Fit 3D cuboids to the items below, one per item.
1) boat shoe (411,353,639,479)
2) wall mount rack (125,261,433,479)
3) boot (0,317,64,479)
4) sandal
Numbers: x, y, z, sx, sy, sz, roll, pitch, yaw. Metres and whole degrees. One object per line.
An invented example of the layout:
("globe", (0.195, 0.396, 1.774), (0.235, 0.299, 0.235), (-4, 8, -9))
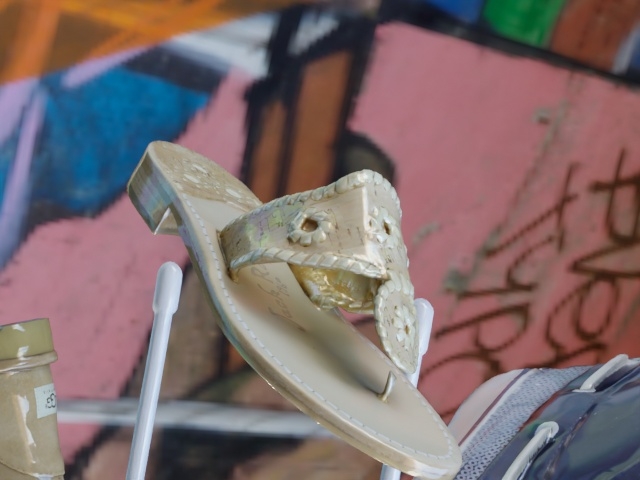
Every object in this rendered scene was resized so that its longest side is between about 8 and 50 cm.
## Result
("boat shoe", (0.109, 0.150, 0.833), (0.158, 0.340, 0.127), (-18, -69, 32))
("wall mount rack", (-0.025, 0.187, 1.318), (0.350, 0.130, 0.304), (7, -57, 27))
("boot", (-0.225, 0.189, 0.982), (0.236, 0.089, 0.269), (-9, -92, 15))
("sandal", (-0.005, -0.001, 0.777), (0.240, 0.088, 0.079), (45, -68, 47))
